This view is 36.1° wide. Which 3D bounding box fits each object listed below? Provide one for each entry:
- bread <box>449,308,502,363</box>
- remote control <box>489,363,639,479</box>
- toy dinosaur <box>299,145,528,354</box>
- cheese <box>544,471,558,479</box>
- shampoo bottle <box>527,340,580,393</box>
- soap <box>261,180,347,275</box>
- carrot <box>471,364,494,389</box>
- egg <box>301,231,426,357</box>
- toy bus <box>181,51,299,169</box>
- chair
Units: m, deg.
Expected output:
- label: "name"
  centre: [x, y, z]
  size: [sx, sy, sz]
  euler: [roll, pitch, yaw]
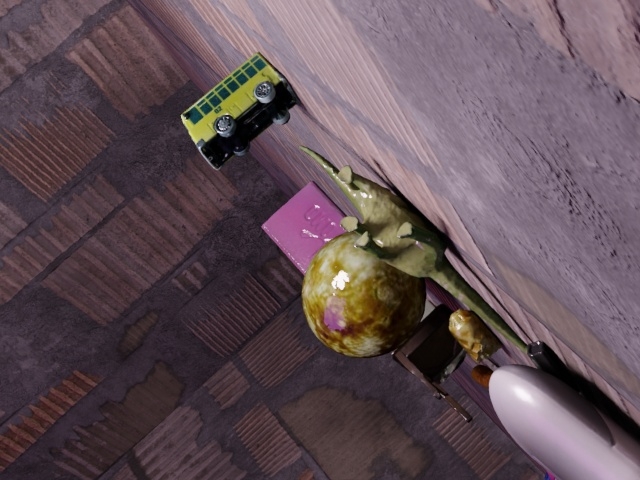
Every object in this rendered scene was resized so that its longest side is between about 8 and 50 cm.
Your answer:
- label: "bread"
  centre: [0.272, 0.168, 1.746]
  size: [0.110, 0.060, 0.066]
  euler: [50, -153, -18]
- label: "remote control"
  centre: [0.357, 0.284, 1.302]
  size: [0.332, 0.103, 0.221]
  euler: [38, 165, 26]
- label: "toy dinosaur"
  centre: [0.151, 0.010, 1.445]
  size: [0.300, 0.087, 0.447]
  euler: [25, -159, -47]
- label: "cheese"
  centre: [0.410, 0.366, 1.609]
  size: [0.244, 0.062, 0.155]
  euler: [93, 153, -49]
- label: "shampoo bottle"
  centre: [0.333, 0.193, 1.374]
  size: [0.137, 0.027, 0.048]
  euler: [49, 169, -27]
- label: "soap"
  centre: [0.000, 0.000, 2.449]
  size: [0.259, 0.181, 0.081]
  euler: [49, 178, 18]
- label: "carrot"
  centre: [0.394, 0.319, 2.219]
  size: [0.047, 0.047, 0.191]
  euler: [49, 172, -15]
- label: "egg"
  centre: [0.084, 0.095, 1.855]
  size: [0.238, 0.238, 0.289]
  euler: [47, 158, 19]
- label: "toy bus"
  centre: [-0.131, -0.205, 1.556]
  size: [0.101, 0.175, 0.088]
  euler: [50, 178, 28]
- label: "chair"
  centre: [0.239, 0.224, 2.116]
  size: [0.186, 0.160, 0.319]
  euler: [43, -179, -45]
